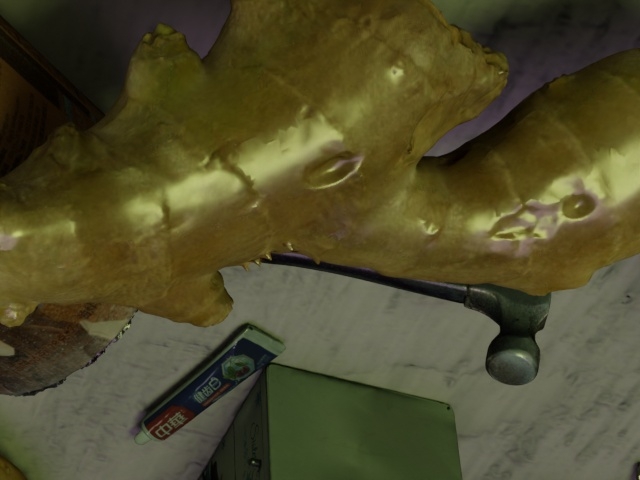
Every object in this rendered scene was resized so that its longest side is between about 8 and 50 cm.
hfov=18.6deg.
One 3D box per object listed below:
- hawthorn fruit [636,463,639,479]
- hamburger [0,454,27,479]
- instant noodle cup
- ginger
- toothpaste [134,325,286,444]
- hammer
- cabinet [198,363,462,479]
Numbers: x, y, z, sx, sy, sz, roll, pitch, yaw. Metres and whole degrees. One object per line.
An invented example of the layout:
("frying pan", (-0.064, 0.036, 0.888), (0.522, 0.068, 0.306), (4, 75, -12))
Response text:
("hawthorn fruit", (0.154, 0.351, 1.469), (0.231, 0.235, 0.263), (-16, 158, -27))
("hamburger", (-0.350, 0.218, 1.358), (0.319, 0.158, 0.318), (-2, 137, -2))
("instant noodle cup", (-0.211, -0.032, 1.087), (0.217, 0.217, 0.207), (-29, 136, 24))
("ginger", (0.007, -0.048, 1.013), (0.363, 0.122, 0.348), (41, 91, -24))
("toothpaste", (-0.083, 0.104, 1.358), (0.037, 0.021, 0.140), (31, 124, -32))
("hammer", (0.000, 0.000, 1.203), (0.290, 0.137, 0.037), (13, 135, 2))
("cabinet", (-0.010, 0.218, 1.390), (0.150, 0.145, 0.206), (14, 133, -18))
